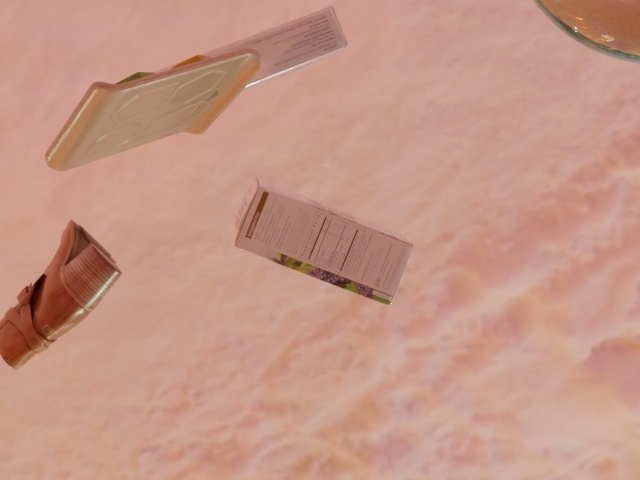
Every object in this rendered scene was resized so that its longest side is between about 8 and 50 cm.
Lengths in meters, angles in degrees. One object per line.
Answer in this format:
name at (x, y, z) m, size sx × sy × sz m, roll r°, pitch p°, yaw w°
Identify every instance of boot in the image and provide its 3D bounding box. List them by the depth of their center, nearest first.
boot at (-0.300, 0.057, 1.201) m, size 0.152 × 0.197 × 0.073 m, roll -45°, pitch 107°, yaw -5°

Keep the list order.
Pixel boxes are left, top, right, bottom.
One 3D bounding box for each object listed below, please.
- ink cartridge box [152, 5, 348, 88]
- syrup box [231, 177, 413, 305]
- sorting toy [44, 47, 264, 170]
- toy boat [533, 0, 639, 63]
ink cartridge box at (-0.147, -0.218, 1.488) m, size 0.296 × 0.261 × 0.066 m, roll -26°, pitch 98°, yaw -27°
syrup box at (0.000, 0.000, 1.526) m, size 0.237 × 0.093 × 0.096 m, roll 20°, pitch 97°, yaw -10°
sorting toy at (-0.188, -0.150, 1.211) m, size 0.208 × 0.038 × 0.193 m, roll -19°, pitch 169°, yaw -36°
toy boat at (0.380, -0.300, 1.261) m, size 0.318 × 0.267 × 0.148 m, roll -16°, pitch 145°, yaw -20°
